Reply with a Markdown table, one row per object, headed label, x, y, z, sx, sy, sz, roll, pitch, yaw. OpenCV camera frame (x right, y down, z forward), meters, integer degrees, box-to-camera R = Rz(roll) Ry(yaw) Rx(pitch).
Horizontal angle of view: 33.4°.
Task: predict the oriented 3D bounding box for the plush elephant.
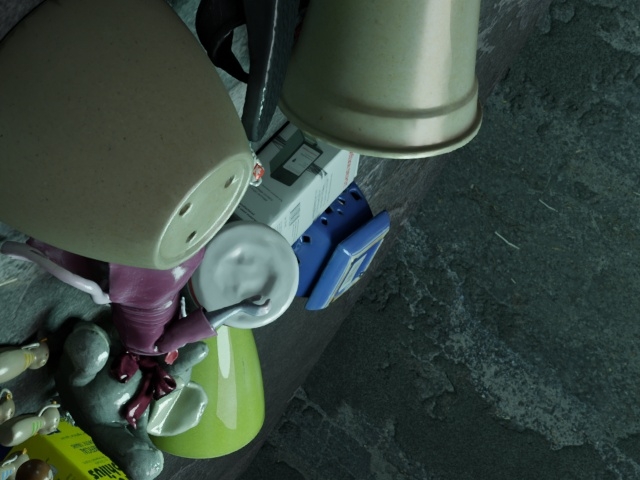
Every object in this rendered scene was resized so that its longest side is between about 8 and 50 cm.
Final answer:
| label | x | y | z | sx | sy | sz | roll | pitch | yaw |
| --- | --- | --- | --- | --- | --- | --- | --- | --- | --- |
| plush elephant | -0.303 | 0.230 | 1.823 | 0.255 | 0.272 | 0.330 | -29 | -173 | -28 |

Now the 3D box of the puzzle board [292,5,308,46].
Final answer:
| label | x | y | z | sx | sy | sz | roll | pitch | yaw |
| --- | --- | --- | --- | --- | --- | --- | --- | --- | --- |
| puzzle board | -0.029 | -0.342 | 1.730 | 0.128 | 0.011 | 0.096 | -41 | 163 | -37 |

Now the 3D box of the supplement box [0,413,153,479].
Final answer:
| label | x | y | z | sx | sy | sz | roll | pitch | yaw |
| --- | --- | --- | --- | --- | --- | --- | --- | --- | --- |
| supplement box | -0.416 | 0.485 | 1.895 | 0.195 | 0.356 | 0.194 | -52 | 168 | 6 |

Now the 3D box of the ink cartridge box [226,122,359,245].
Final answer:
| label | x | y | z | sx | sy | sz | roll | pitch | yaw |
| --- | --- | --- | --- | --- | --- | --- | --- | --- | --- |
| ink cartridge box | -0.060 | -0.100 | 2.034 | 0.289 | 0.121 | 0.211 | -47 | 167 | -20 |

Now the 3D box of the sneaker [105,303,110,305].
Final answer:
| label | x | y | z | sx | sy | sz | roll | pitch | yaw |
| --- | --- | --- | --- | --- | --- | --- | --- | --- | --- |
| sneaker | -0.260 | -0.001 | 1.714 | 0.271 | 0.100 | 0.108 | -43 | 176 | -9 |

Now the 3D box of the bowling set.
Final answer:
| label | x | y | z | sx | sy | sz | roll | pitch | yaw |
| --- | --- | --- | --- | --- | --- | --- | --- | --- | --- |
| bowling set | -0.469 | 0.311 | 1.618 | 0.287 | 0.200 | 0.154 | -50 | 169 | 14 |

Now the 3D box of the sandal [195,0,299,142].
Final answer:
| label | x | y | z | sx | sy | sz | roll | pitch | yaw |
| --- | --- | --- | --- | --- | --- | --- | --- | --- | --- |
| sandal | -0.082 | -0.312 | 1.240 | 0.446 | 0.107 | 0.168 | 96 | 11 | -45 |

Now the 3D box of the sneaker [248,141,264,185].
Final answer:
| label | x | y | z | sx | sy | sz | roll | pitch | yaw |
| --- | --- | --- | --- | --- | --- | --- | --- | --- | --- |
| sneaker | -0.125 | -0.143 | 1.799 | 0.057 | 0.075 | 0.161 | -47 | 167 | -17 |

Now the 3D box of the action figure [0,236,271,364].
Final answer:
| label | x | y | z | sx | sy | sz | roll | pitch | yaw |
| --- | --- | --- | --- | --- | --- | --- | --- | --- | --- |
| action figure | -0.243 | 0.078 | 1.505 | 0.276 | 0.248 | 0.370 | -49 | 152 | -34 |

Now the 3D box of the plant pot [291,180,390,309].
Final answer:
| label | x | y | z | sx | sy | sz | roll | pitch | yaw |
| --- | --- | --- | --- | --- | --- | --- | --- | --- | --- |
| plant pot | 0.000 | 0.000 | 2.318 | 0.236 | 0.212 | 0.236 | -37 | 161 | -50 |

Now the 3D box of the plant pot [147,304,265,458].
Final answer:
| label | x | y | z | sx | sy | sz | roll | pitch | yaw |
| --- | --- | --- | --- | --- | --- | --- | --- | --- | --- |
| plant pot | -0.233 | 0.230 | 2.119 | 0.275 | 0.274 | 0.294 | -38 | 146 | -45 |

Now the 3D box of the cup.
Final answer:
| label | x | y | z | sx | sy | sz | roll | pitch | yaw |
| --- | --- | --- | --- | --- | --- | --- | --- | --- | --- |
| cup | -0.217 | -0.103 | 1.233 | 0.331 | 0.237 | 0.331 | -48 | 167 | -14 |

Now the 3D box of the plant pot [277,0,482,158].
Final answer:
| label | x | y | z | sx | sy | sz | roll | pitch | yaw |
| --- | --- | --- | --- | --- | --- | --- | --- | --- | --- |
| plant pot | 0.108 | -0.340 | 1.594 | 0.334 | 0.333 | 0.306 | -39 | 147 | -44 |

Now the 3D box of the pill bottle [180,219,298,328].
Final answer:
| label | x | y | z | sx | sy | sz | roll | pitch | yaw |
| --- | --- | --- | --- | --- | --- | --- | --- | --- | --- |
| pill bottle | -0.161 | 0.060 | 1.843 | 0.176 | 0.176 | 0.318 | -48 | -169 | -14 |

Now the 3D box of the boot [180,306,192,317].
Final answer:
| label | x | y | z | sx | sy | sz | roll | pitch | yaw |
| --- | --- | --- | --- | --- | --- | --- | --- | --- | --- |
| boot | -0.261 | 0.126 | 1.760 | 0.037 | 0.114 | 0.106 | -47 | -160 | 26 |
